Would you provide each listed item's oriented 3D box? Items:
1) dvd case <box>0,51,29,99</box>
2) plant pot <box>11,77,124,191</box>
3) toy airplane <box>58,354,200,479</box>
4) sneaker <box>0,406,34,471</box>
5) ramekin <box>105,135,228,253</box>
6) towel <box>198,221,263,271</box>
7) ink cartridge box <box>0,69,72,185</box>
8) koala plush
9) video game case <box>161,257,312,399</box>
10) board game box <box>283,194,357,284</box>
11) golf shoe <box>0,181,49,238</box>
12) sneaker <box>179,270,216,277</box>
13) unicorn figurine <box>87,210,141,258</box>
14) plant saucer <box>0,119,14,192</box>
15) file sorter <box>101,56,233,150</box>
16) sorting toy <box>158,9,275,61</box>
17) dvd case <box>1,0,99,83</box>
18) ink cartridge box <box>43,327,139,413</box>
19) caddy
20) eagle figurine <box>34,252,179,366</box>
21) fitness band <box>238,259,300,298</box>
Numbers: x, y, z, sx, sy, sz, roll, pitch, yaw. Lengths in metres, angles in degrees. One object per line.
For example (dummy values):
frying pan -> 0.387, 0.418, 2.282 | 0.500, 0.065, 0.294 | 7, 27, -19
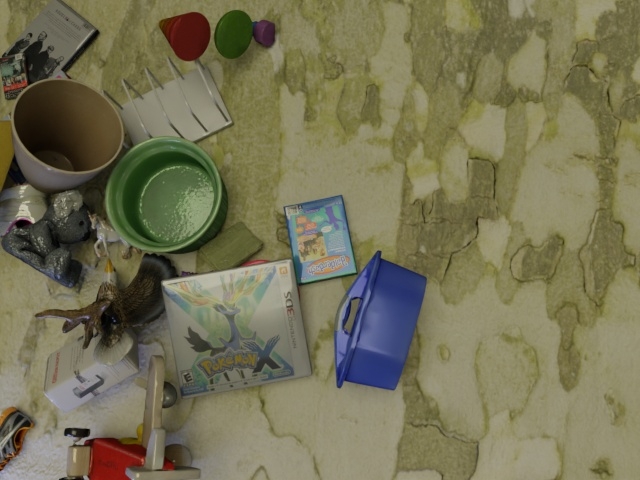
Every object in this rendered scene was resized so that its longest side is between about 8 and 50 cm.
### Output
dvd case -> -0.877, -0.471, 1.891 | 0.087, 0.013, 0.119 | -8, 93, 18
plant pot -> -0.663, -0.229, 1.677 | 0.256, 0.274, 0.256 | 13, 64, -27
toy airplane -> -0.404, 0.525, 1.556 | 0.386, 0.272, 0.384 | -53, 51, 17
sneaker -> -0.818, 0.542, 1.696 | 0.083, 0.084, 0.215 | 22, 82, 5
ramekin -> -0.389, -0.107, 1.726 | 0.303, 0.148, 0.303 | -1, 80, 6
towel -> -0.235, 0.022, 1.727 | 0.148, 0.027, 0.110 | -39, 67, -18
ink cartridge box -> -0.784, -0.309, 1.852 | 0.311, 0.065, 0.186 | -41, 78, 0
koala plush -> -0.686, -0.025, 1.716 | 0.203, 0.196, 0.221 | 30, 75, -2
video game case -> -0.206, 0.217, 1.632 | 0.329, 0.036, 0.300 | -10, 92, -3
board game box -> 0.000, 0.000, 1.716 | 0.160, 0.047, 0.210 | -11, 79, 4
golf shoe -> -0.887, -0.057, 1.794 | 0.306, 0.115, 0.140 | -17, 82, 4
sneaker -> -0.333, 0.103, 1.728 | 0.170, 0.068, 0.071 | -20, 67, 0
unicorn figurine -> -0.558, -0.010, 1.752 | 0.060, 0.162, 0.111 | -7, 79, 45
plant saucer -> -0.975, -0.175, 1.747 | 0.333, 0.081, 0.333 | -6, 62, 24
file sorter -> -0.413, -0.360, 1.762 | 0.278, 0.173, 0.193 | -26, 78, 2
sorting toy -> -0.280, -0.555, 1.733 | 0.126, 0.365, 0.127 | 30, 123, 29
dvd case -> -0.782, -0.568, 1.911 | 0.179, 0.029, 0.238 | 39, 86, 11
ink cartridge box -> -0.575, 0.310, 1.664 | 0.218, 0.158, 0.092 | -28, 122, 0
caddy -> 0.125, 0.196, 1.574 | 0.179, 0.241, 0.341 | 17, 82, 2
eagle figurine -> -0.500, 0.147, 1.626 | 0.226, 0.298, 0.225 | 31, 101, 5
fitness band -> -0.188, 0.181, 1.707 | 0.291, 0.054, 0.209 | -39, 76, -2
